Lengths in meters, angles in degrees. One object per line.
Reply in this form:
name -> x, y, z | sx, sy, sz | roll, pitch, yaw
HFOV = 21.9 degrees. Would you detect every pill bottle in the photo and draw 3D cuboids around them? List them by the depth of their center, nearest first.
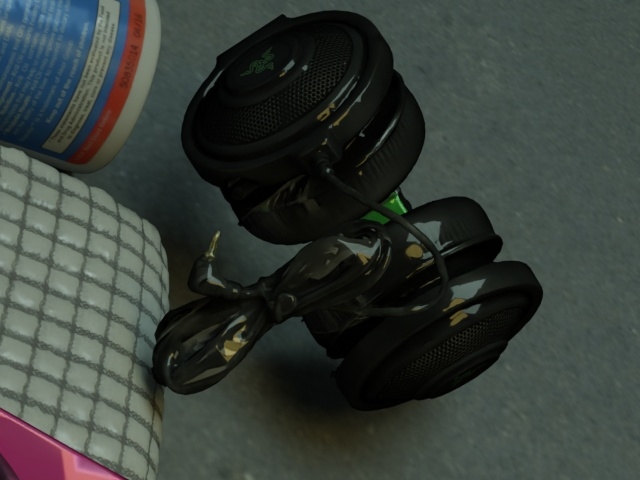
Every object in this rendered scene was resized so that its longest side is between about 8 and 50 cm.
pill bottle -> -0.215, -0.126, 0.956 | 0.221, 0.124, 0.124 | 18, 41, -29

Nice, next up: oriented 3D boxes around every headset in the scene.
headset -> 0.000, 0.000, 0.942 | 0.243, 0.185, 0.394 | 57, 3, -5

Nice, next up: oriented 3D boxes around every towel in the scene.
towel -> -0.214, 0.056, 0.769 | 0.284, 0.121, 0.235 | 23, 41, -22

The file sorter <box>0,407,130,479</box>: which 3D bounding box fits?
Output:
file sorter -> -0.215, 0.117, 0.552 | 0.291, 0.202, 0.182 | 33, -8, -17
